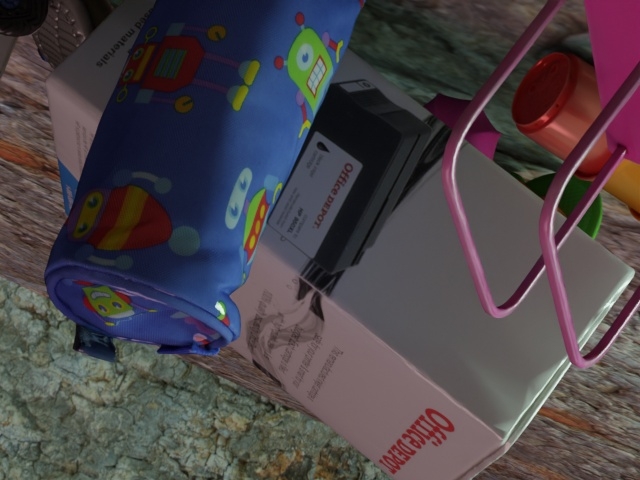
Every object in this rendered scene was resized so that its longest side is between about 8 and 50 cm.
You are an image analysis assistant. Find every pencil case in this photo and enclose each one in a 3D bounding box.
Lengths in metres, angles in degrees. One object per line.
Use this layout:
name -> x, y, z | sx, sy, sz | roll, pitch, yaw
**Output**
pencil case -> -0.061, -0.071, 0.893 | 0.119, 0.306, 0.133 | 2, 152, 35

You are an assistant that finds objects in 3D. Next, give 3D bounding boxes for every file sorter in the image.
file sorter -> 0.235, -0.005, 0.791 | 0.291, 0.182, 0.202 | 26, 158, 30

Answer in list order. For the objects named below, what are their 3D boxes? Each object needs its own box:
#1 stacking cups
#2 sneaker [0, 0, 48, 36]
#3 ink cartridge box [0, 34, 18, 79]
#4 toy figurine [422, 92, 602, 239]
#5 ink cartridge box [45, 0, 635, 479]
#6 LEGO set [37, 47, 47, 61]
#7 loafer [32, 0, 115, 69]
stacking cups -> 0.273, -0.029, 1.048 | 0.316, 0.096, 0.096 | 27, 166, -26
sneaker -> -0.310, -0.231, 1.170 | 0.211, 0.080, 0.081 | 32, 172, -8
ink cartridge box -> -0.379, -0.199, 1.331 | 0.172, 0.100, 0.237 | 25, 166, -22
toy figurine -> 0.122, -0.058, 1.201 | 0.159, 0.130, 0.173 | 44, -179, -31
ink cartridge box -> 0.000, 0.000, 1.112 | 0.395, 0.166, 0.285 | 39, 162, 6
LEGO set -> -0.165, -0.136, 1.445 | 0.244, 0.060, 0.182 | 22, 155, -13
loafer -> -0.173, -0.151, 1.283 | 0.094, 0.087, 0.251 | 35, 162, 28
